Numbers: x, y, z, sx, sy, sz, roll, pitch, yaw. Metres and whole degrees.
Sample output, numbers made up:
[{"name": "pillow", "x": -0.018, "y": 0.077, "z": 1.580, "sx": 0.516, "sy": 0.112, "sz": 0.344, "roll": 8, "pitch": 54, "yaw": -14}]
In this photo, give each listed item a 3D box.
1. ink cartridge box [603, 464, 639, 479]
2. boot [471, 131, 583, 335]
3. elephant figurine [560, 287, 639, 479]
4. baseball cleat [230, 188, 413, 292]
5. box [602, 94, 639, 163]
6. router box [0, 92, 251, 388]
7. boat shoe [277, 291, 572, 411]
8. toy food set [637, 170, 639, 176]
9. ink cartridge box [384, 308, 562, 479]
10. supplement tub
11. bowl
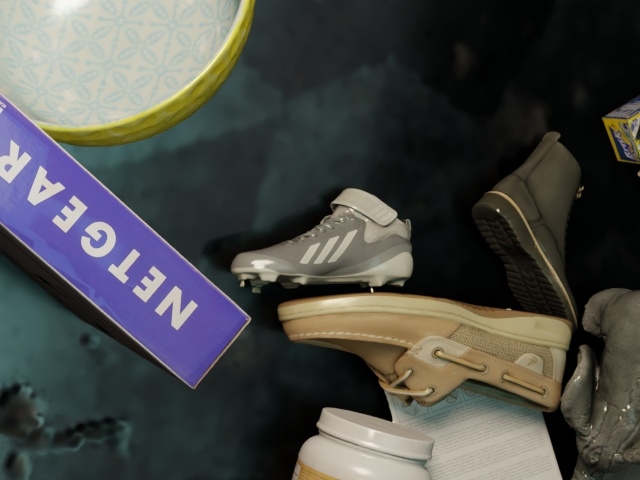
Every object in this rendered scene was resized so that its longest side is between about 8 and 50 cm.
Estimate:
[{"name": "ink cartridge box", "x": 0.400, "y": 0.249, "z": 2.014, "sx": 0.066, "sy": 0.232, "sz": 0.189, "roll": 34, "pitch": 83, "yaw": -28}, {"name": "boot", "x": 0.261, "y": -0.006, "z": 2.005, "sx": 0.137, "sy": 0.077, "sz": 0.198, "roll": -47, "pitch": 125, "yaw": -27}, {"name": "elephant figurine", "x": 0.333, "y": 0.180, "z": 1.978, "sx": 0.186, "sy": 0.169, "sz": 0.239, "roll": 38, "pitch": 73, "yaw": -38}, {"name": "baseball cleat", "x": 0.000, "y": 0.000, "z": 1.886, "sx": 0.206, "sy": 0.072, "sz": 0.109, "roll": 3, "pitch": 83, "yaw": -31}, {"name": "box", "x": 0.403, "y": -0.150, "z": 2.054, "sx": 0.169, "sy": 0.054, "sz": 0.059, "roll": -30, "pitch": 110, "yaw": -18}, {"name": "router box", "x": -0.252, "y": -0.026, "z": 1.621, "sx": 0.335, "sy": 0.301, "sz": 0.082, "roll": 44, "pitch": 79, "yaw": -25}, {"name": "boat shoe", "x": 0.114, "y": 0.119, "z": 1.907, "sx": 0.341, "sy": 0.121, "sz": 0.110, "roll": 8, "pitch": 83, "yaw": -24}, {"name": "toy food set", "x": 0.413, "y": -0.071, "z": 2.082, "sx": 0.078, "sy": 0.019, "sz": 0.122, "roll": -48, "pitch": 125, "yaw": 0}, {"name": "ink cartridge box", "x": 0.157, "y": 0.207, "z": 2.006, "sx": 0.181, "sy": 0.056, "sz": 0.224, "roll": -16, "pitch": 86, "yaw": -23}, {"name": "supplement tub", "x": 0.033, "y": 0.286, "z": 1.893, "sx": 0.144, "sy": 0.144, "sz": 0.199, "roll": 16, "pitch": 91, "yaw": -27}, {"name": "bowl", "x": -0.188, "y": -0.197, "z": 1.689, "sx": 0.289, "sy": 0.289, "sz": 0.156, "roll": -48, "pitch": 157, "yaw": -12}]
